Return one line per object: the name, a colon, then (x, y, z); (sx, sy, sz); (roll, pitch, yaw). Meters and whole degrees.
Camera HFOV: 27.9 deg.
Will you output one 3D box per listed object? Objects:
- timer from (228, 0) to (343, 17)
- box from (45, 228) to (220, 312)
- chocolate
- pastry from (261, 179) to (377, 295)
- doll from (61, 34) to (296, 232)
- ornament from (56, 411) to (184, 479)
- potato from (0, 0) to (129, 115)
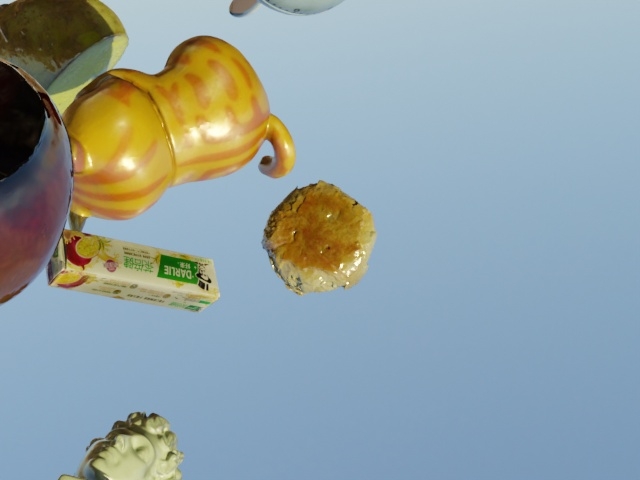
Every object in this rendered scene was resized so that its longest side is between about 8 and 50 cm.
timer: (-0.023, -0.319, 1.423); (0.175, 0.175, 0.255); (-5, 180, -3)
box: (-0.196, 0.033, 1.359); (0.207, 0.050, 0.041); (14, 142, -43)
chocolate: (-0.239, -0.030, 0.830); (0.176, 0.177, 0.177); (-4, -161, 1)
pastry: (-0.001, -0.003, 1.679); (0.153, 0.153, 0.081); (-4, 175, 2)
doll: (-0.180, -0.121, 1.452); (0.269, 0.167, 0.162); (-23, -132, -24)
ornament: (-0.230, 0.283, 1.340); (0.120, 0.130, 0.285); (35, -158, 3)
potato: (-0.396, -0.264, 1.840); (0.298, 0.176, 0.141); (-11, -169, 43)
